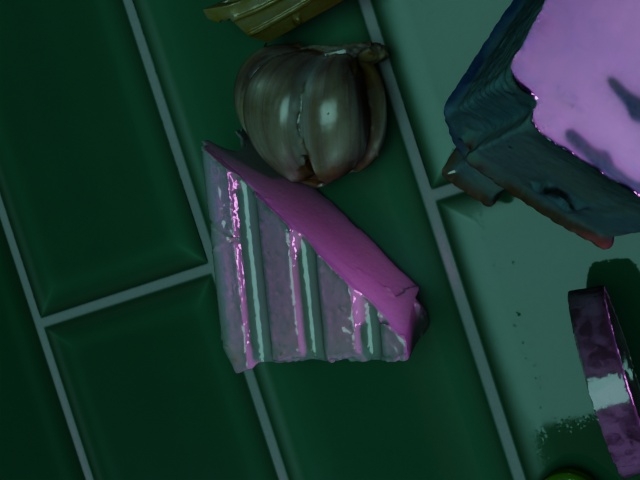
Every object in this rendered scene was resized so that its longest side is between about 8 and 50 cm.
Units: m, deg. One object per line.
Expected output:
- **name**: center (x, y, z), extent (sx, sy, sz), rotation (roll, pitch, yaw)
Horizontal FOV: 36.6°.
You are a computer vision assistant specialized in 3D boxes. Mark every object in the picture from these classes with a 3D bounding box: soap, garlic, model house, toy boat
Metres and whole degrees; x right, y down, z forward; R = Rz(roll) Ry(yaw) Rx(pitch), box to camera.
- **soap**: center (0.000, 0.000, 1.220), extent (0.258, 0.159, 0.302), rotation (-3, 98, 27)
- **garlic**: center (-0.026, -0.164, 1.209), extent (0.214, 0.160, 0.191), rotation (10, 96, 18)
- **model house**: center (0.290, -0.130, 1.068), extent (0.295, 0.329, 0.252), rotation (31, 72, -6)
- **toy boat**: center (-0.006, -0.346, 1.197), extent (0.310, 0.089, 0.115), rotation (-25, 108, 22)

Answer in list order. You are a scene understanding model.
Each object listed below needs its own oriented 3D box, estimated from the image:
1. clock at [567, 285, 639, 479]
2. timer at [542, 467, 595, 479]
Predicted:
- **clock**: center (0.327, 0.154, 1.076), extent (0.042, 0.215, 0.215), rotation (-18, 90, 18)
- **timer**: center (0.320, 0.358, 1.198), extent (0.140, 0.047, 0.128), rotation (39, 112, 13)
